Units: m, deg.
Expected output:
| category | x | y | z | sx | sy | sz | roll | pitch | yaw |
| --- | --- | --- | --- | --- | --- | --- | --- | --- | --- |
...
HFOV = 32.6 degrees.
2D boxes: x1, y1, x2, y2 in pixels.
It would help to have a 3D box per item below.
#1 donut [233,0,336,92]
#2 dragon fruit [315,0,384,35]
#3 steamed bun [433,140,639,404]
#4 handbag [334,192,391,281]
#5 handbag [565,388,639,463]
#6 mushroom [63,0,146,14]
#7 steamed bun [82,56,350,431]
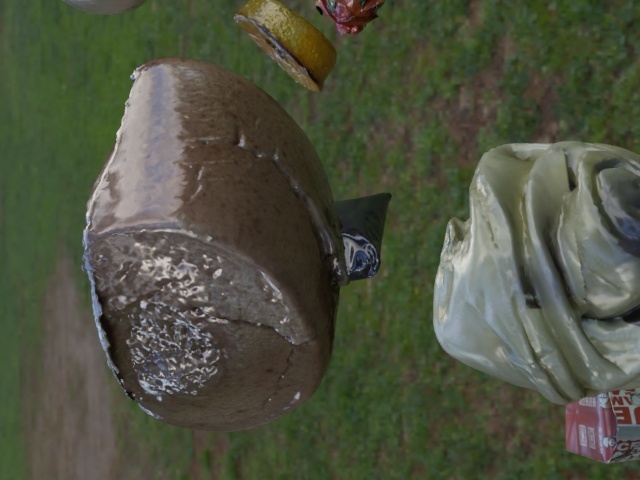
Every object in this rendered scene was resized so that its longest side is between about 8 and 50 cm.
| category | x | y | z | sx | sy | sz | roll | pitch | yaw |
| --- | --- | --- | --- | --- | --- | --- | --- | --- | --- |
| donut | -0.042 | -0.263 | 1.437 | 0.058 | 0.152 | 0.152 | -52 | 24 | -2 |
| dragon fruit | 0.044 | -0.306 | 1.313 | 0.086 | 0.081 | 0.116 | -55 | -8 | -38 |
| steamed bun | 0.330 | 0.012 | 1.316 | 0.346 | 0.394 | 0.237 | 60 | 159 | 5 |
| handbag | 0.000 | 0.000 | 1.677 | 0.254 | 0.211 | 0.089 | -75 | -30 | -64 |
| handbag | 0.512 | 0.280 | 1.762 | 0.298 | 0.171 | 0.151 | 126 | 145 | -82 |
| mushroom | -0.262 | -0.490 | 1.513 | 0.362 | 0.294 | 0.362 | -173 | 90 | -68 |
| steamed bun | -0.069 | 0.009 | 0.942 | 0.301 | 0.199 | 0.251 | 81 | -162 | -48 |
